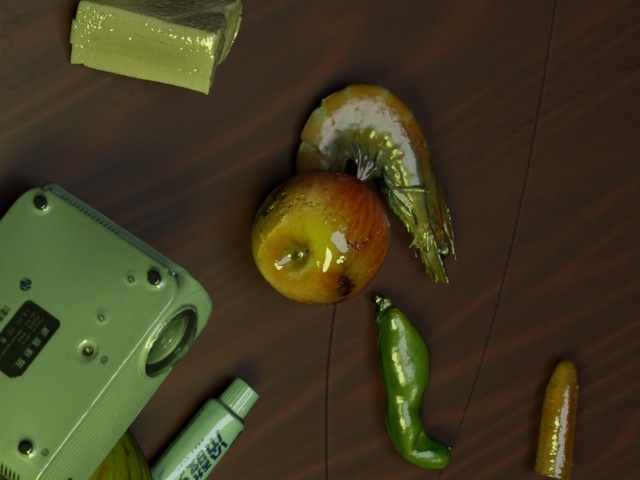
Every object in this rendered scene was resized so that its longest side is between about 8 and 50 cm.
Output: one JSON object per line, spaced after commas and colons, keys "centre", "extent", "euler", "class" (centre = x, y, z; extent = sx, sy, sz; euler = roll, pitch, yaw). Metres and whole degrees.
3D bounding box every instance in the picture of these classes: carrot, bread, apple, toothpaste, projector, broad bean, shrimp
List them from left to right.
{"centre": [-0.254, 0.096, 1.725], "extent": [0.250, 0.198, 0.108], "euler": [-52, 158, -13], "class": "projector"}
{"centre": [-0.163, -0.210, 1.829], "extent": [0.152, 0.105, 0.077], "euler": [15, 121, 0], "class": "bread"}
{"centre": [-0.168, 0.265, 1.894], "extent": [0.075, 0.048, 0.297], "euler": [44, 80, -28], "class": "toothpaste"}
{"centre": [0.000, 0.000, 1.883], "extent": [0.146, 0.146, 0.146], "euler": [-4, 99, -28], "class": "apple"}
{"centre": [0.068, -0.053, 1.969], "extent": [0.150, 0.068, 0.249], "euler": [-38, 108, -5], "class": "shrimp"}
{"centre": [0.095, 0.156, 2.014], "extent": [0.070, 0.048, 0.214], "euler": [-22, 106, -21], "class": "broad bean"}
{"centre": [0.273, 0.205, 2.120], "extent": [0.048, 0.048, 0.139], "euler": [4, 92, -29], "class": "carrot"}

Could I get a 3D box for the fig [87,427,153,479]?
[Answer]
{"centre": [-0.214, 0.190, 1.804], "extent": [0.151, 0.151, 0.259], "euler": [19, 83, -29], "class": "fig"}
